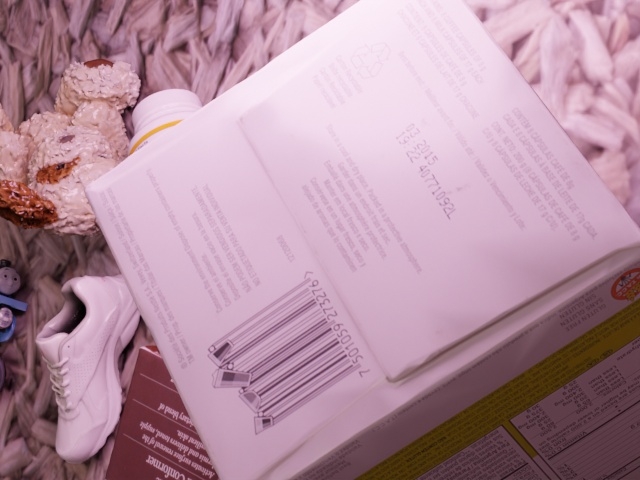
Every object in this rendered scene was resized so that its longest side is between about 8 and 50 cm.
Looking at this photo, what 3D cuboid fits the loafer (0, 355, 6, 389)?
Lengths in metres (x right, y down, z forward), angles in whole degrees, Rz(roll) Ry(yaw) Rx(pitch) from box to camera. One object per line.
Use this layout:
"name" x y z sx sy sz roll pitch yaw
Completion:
"loafer" -0.556 0.163 2.110 0.303 0.095 0.109 1 92 4

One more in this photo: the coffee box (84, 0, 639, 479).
"coffee box" 0.080 0.054 1.285 0.338 0.334 0.337 -34 53 7

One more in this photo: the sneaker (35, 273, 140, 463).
"sneaker" -0.293 0.147 1.894 0.090 0.115 0.232 7 86 48

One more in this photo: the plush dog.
"plush dog" -0.304 -0.076 1.912 0.225 0.262 0.210 43 146 53

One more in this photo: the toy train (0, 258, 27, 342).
"toy train" -0.459 0.074 2.119 0.184 0.080 0.105 2 77 47

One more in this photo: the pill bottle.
"pill bottle" -0.146 -0.061 1.783 0.117 0.117 0.215 -41 53 33

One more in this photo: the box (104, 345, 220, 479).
"box" -0.136 0.318 1.673 0.191 0.143 0.381 18 96 47
